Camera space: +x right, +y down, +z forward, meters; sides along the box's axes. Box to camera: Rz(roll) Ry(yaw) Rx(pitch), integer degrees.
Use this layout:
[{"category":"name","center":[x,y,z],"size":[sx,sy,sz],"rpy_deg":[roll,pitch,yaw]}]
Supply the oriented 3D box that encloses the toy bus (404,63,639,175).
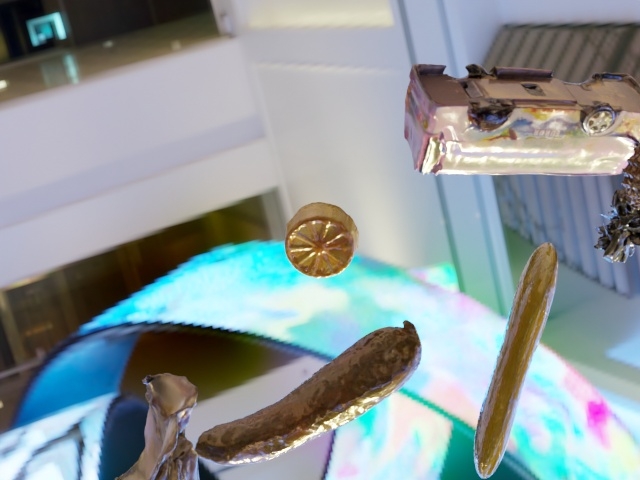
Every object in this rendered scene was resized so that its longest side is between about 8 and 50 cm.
[{"category":"toy bus","center":[0.225,-0.131,1.349],"size":[0.274,0.112,0.090],"rpy_deg":[0,-138,-18]}]

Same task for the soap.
[{"category":"soap","center":[0.069,0.043,0.439],"size":[0.012,0.089,0.034],"rpy_deg":[15,-169,2]}]

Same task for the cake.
[{"category":"cake","center":[0.000,0.000,1.355],"size":[0.084,0.084,0.044],"rpy_deg":[-10,-154,12]}]

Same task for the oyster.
[{"category":"oyster","center":[-0.131,0.219,0.883],"size":[0.100,0.275,0.271],"rpy_deg":[14,-128,-19]}]

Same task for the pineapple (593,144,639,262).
[{"category":"pineapple","center":[0.320,-0.037,1.226],"size":[0.074,0.159,0.074],"rpy_deg":[6,-127,-9]}]

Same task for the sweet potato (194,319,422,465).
[{"category":"sweet potato","center":[-0.007,0.176,1.324],"size":[0.273,0.075,0.075],"rpy_deg":[-30,-163,-1]}]
